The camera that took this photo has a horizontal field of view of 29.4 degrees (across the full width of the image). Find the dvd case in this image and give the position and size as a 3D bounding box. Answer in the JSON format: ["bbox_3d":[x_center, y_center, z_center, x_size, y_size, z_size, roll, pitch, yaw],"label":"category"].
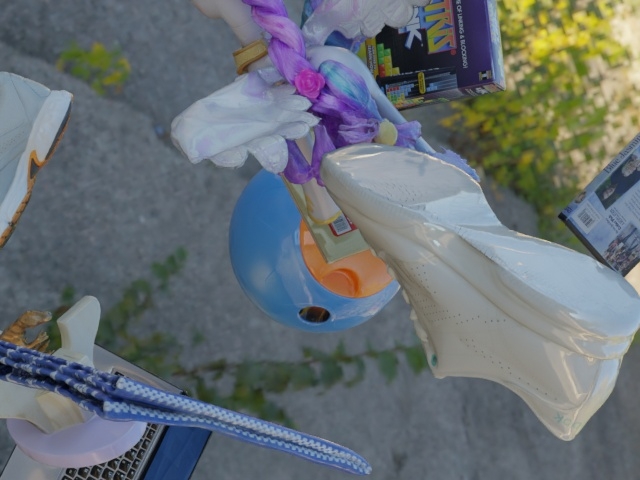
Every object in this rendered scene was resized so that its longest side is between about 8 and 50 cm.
[{"bbox_3d":[0.476,-0.076,1.762,0.180,0.253,0.022,41,5,-39],"label":"dvd case"}]

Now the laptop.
[{"bbox_3d":[-0.403,0.408,2.153,0.382,0.408,0.236,-63,164,-3],"label":"laptop"}]

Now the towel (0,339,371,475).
[{"bbox_3d":[-0.156,0.125,0.949,0.243,0.336,0.040,23,79,-40],"label":"towel"}]

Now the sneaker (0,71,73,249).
[{"bbox_3d":[-0.411,-0.086,1.505,0.121,0.099,0.262,27,82,-9],"label":"sneaker"}]

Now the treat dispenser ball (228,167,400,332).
[{"bbox_3d":[0.000,0.000,1.897,0.288,0.288,0.288,41,40,-46],"label":"treat dispenser ball"}]

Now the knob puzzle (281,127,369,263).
[{"bbox_3d":[0.050,-0.075,1.519,0.213,0.030,0.213,6,66,-13],"label":"knob puzzle"}]

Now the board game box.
[{"bbox_3d":[0.119,-0.233,1.313,0.048,0.141,0.170,13,69,-63],"label":"board game box"}]

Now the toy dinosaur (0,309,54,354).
[{"bbox_3d":[-0.389,0.144,1.467,0.064,0.211,0.112,42,20,12],"label":"toy dinosaur"}]

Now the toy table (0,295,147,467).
[{"bbox_3d":[-0.399,0.220,1.852,0.252,0.274,0.161,-54,132,-42],"label":"toy table"}]

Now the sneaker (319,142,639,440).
[{"bbox_3d":[0.065,0.024,0.638,0.080,0.212,0.094,-12,126,-36],"label":"sneaker"}]

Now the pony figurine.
[{"bbox_3d":[-0.002,-0.139,1.082,0.363,0.303,0.351,52,-12,-32],"label":"pony figurine"}]
